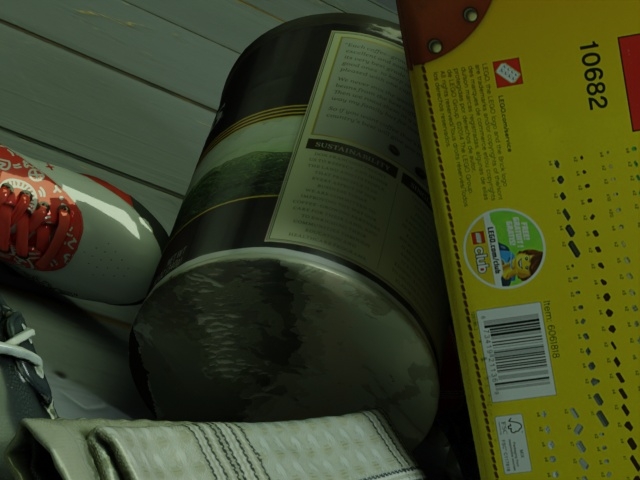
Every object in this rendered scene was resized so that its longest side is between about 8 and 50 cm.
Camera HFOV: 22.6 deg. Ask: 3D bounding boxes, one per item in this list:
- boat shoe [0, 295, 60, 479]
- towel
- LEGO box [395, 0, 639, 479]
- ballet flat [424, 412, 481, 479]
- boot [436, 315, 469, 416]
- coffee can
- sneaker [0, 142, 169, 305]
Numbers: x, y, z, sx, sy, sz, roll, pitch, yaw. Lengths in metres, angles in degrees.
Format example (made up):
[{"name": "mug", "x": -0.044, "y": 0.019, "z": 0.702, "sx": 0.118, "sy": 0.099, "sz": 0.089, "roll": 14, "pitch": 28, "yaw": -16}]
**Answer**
[{"name": "boat shoe", "x": -0.200, "y": 0.057, "z": 0.826, "sx": 0.302, "sy": 0.091, "sz": 0.114, "roll": 43, "pitch": 18, "yaw": 28}, {"name": "towel", "x": 0.018, "y": 0.215, "z": 0.802, "sx": 0.324, "sy": 0.056, "sz": 0.312, "roll": 6, "pitch": 51, "yaw": -55}, {"name": "LEGO box", "x": 0.212, "y": 0.035, "z": 1.068, "sx": 0.193, "sy": 0.500, "sz": 0.372, "roll": -8, "pitch": 10, "yaw": 15}, {"name": "ballet flat", "x": 0.110, "y": 0.151, "z": 1.278, "sx": 0.070, "sy": 0.070, "sz": 0.188, "roll": 24, "pitch": 17, "yaw": -29}, {"name": "boot", "x": 0.043, "y": 0.055, "z": 1.275, "sx": 0.176, "sy": 0.088, "sz": 0.244, "roll": -7, "pitch": 43, "yaw": -24}, {"name": "coffee can", "x": 0.000, "y": 0.000, "z": 1.103, "sx": 0.202, "sy": 0.201, "sz": 0.275, "roll": 30, "pitch": 40, "yaw": -12}, {"name": "sneaker", "x": -0.239, "y": -0.023, "z": 1.086, "sx": 0.270, "sy": 0.090, "sz": 0.145, "roll": 32, "pitch": 17, "yaw": 6}]
